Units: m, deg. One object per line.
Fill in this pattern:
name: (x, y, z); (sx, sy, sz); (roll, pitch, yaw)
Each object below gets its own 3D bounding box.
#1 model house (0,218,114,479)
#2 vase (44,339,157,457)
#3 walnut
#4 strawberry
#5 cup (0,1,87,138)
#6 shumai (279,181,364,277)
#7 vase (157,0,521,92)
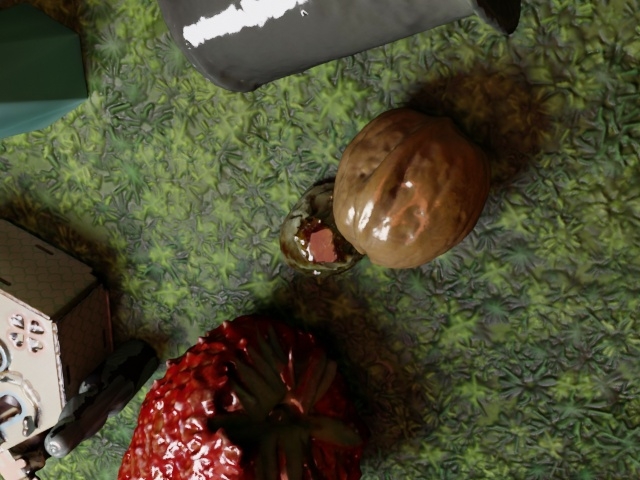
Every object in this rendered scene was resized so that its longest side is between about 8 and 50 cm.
model house: (-0.379, 0.136, 1.107); (0.244, 0.169, 0.326); (-28, 99, 22)
vase: (-0.265, 0.190, 1.064); (0.059, 0.211, 0.060); (5, 112, 14)
walnut: (0.087, -0.052, 0.899); (0.166, 0.149, 0.167); (-3, 83, 27)
strawberry: (-0.095, 0.233, 1.018); (0.261, 0.261, 0.257); (51, 135, -6)
cup: (-0.366, -0.167, 0.950); (0.148, 0.236, 0.134); (-31, 100, 23)
shumai: (0.001, 0.001, 0.978); (0.099, 0.087, 0.124); (37, 118, 0)
vase: (0.005, -0.259, 0.804); (0.291, 0.245, 0.245); (-14, 105, 27)
